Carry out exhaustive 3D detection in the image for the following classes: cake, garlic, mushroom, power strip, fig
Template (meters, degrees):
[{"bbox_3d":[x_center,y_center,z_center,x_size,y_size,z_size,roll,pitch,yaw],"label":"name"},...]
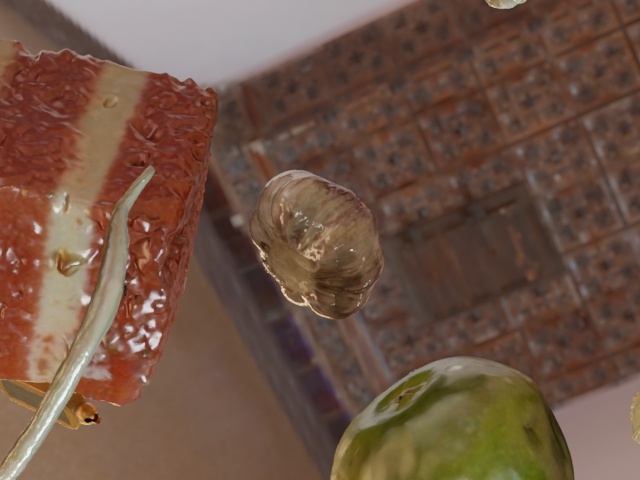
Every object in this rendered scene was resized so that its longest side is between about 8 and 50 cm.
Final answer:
[{"bbox_3d":[-0.289,-0.024,1.623,0.270,0.319,0.269,-80,-177,-52],"label":"cake"},{"bbox_3d":[0.000,0.000,1.572,0.102,0.147,0.159,-43,115,-36],"label":"garlic"},{"bbox_3d":[-0.189,0.078,1.170,0.068,0.306,0.043,23,-11,34],"label":"mushroom"},{"bbox_3d":[-0.310,0.178,1.787,0.028,0.178,0.049,-43,131,-30],"label":"power strip"},{"bbox_3d":[0.129,0.265,1.431,0.233,0.233,0.314,-22,103,-76],"label":"fig"}]

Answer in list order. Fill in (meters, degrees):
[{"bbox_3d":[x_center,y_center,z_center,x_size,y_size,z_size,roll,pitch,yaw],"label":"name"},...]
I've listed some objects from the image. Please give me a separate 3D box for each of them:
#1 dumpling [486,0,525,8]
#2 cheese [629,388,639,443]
[{"bbox_3d":[0.193,-0.358,1.674,0.162,0.132,0.250,54,-24,32],"label":"dumpling"},{"bbox_3d":[0.556,0.199,1.932,0.265,0.243,0.124,27,32,-3],"label":"cheese"}]
